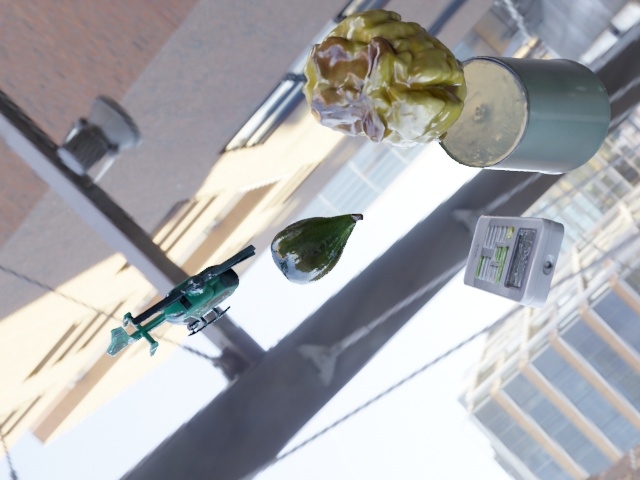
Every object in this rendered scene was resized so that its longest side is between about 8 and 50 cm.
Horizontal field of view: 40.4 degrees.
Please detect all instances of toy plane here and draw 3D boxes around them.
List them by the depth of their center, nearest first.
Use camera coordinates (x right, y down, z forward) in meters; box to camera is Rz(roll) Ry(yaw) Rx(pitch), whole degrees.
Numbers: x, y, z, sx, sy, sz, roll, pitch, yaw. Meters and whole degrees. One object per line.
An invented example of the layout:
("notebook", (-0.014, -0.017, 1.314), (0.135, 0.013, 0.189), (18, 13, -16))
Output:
("toy plane", (-0.179, 0.085, 1.126), (0.235, 0.096, 0.060), (-35, -105, -32))

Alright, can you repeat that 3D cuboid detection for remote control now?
("remote control", (0.232, 0.021, 1.074), (0.034, 0.103, 0.250), (14, -178, -7))

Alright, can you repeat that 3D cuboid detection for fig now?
("fig", (0.000, 0.000, 1.532), (0.117, 0.177, 0.117), (52, -174, -8))

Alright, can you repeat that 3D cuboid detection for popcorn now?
("popcorn", (0.132, -0.265, 1.494), (0.332, 0.225, 0.265), (21, -179, -38))

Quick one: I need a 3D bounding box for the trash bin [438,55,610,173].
("trash bin", (0.476, -0.291, 2.016), (0.432, 0.280, 0.280), (-7, -129, -49))
